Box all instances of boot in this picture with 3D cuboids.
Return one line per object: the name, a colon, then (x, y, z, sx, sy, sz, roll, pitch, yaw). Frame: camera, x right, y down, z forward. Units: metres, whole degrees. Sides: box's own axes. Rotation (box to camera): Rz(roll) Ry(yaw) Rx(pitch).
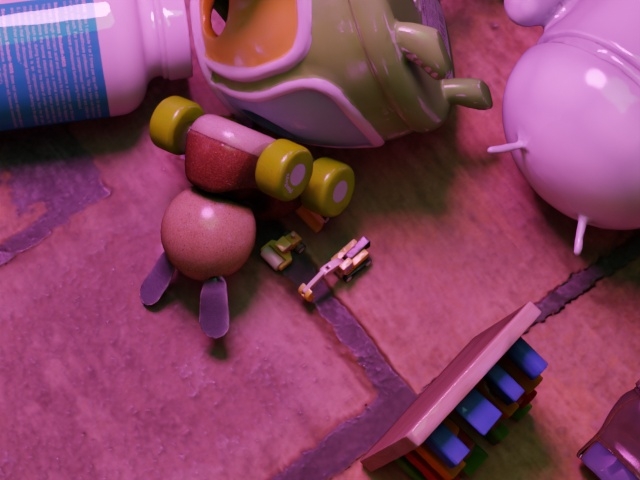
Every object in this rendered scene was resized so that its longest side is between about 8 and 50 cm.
boot: (0.323, 0.225, 1.661, 0.106, 0.082, 0.219, -41, 76, 5)

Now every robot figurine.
robot figurine: (0.304, -0.150, 1.750, 0.300, 0.200, 0.353, 44, 71, 3)

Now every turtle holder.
turtle holder: (0.001, -0.196, 1.708, 0.227, 0.320, 0.243, -14, 93, 17)

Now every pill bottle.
pill bottle: (-0.254, -0.179, 1.775, 0.264, 0.146, 0.146, -7, 66, -5)

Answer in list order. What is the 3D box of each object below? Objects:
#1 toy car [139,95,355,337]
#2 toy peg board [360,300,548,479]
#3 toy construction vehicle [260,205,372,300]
toy car: (-0.087, -0.012, 1.725, 0.155, 0.149, 0.188, 24, 92, 32)
toy peg board: (0.132, 0.148, 1.638, 0.079, 0.160, 0.161, 44, 71, 0)
toy construction vehicle: (0.000, 0.000, 1.761, 0.098, 0.035, 0.086, -36, 71, -17)
